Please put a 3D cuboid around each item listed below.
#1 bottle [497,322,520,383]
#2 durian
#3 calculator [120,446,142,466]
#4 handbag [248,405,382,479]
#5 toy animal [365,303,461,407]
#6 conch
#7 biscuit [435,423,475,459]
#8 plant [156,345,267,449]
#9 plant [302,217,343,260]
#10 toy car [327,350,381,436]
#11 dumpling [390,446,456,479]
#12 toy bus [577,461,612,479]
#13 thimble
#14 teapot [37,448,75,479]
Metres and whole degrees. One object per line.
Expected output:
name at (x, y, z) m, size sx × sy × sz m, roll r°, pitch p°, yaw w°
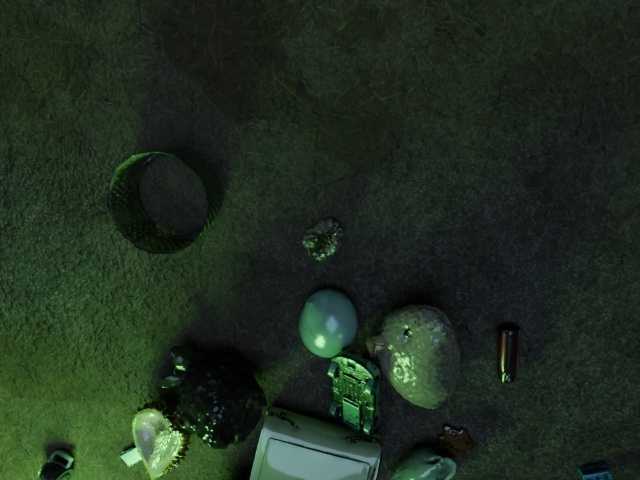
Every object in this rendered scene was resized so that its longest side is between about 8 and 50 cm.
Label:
bottle at (0.524, 0.318, 1.337) m, size 0.060 × 0.060 × 0.164 m, roll -1°, pitch 105°, yaw 6°
durian at (-0.473, 0.581, 1.464) m, size 0.183 × 0.137 × 0.250 m, roll 32°, pitch 120°, yaw 30°
calculator at (-0.575, 0.681, 1.560) m, size 0.172 × 0.018 × 0.057 m, roll -32°, pitch 98°, yaw 12°
handbag at (-0.016, 0.653, 1.428) m, size 0.358 × 0.160 × 0.237 m, roll 15°, pitch 99°, yaw 1°
toy animal at (0.262, 0.311, 1.296) m, size 0.226 × 0.188 × 0.359 m, roll 9°, pitch 121°, yaw 34°
conch at (0.013, 0.243, 1.353) m, size 0.184 × 0.121 × 0.221 m, roll 15°, pitch 113°, yaw 33°
biscuit at (0.398, 0.618, 1.446) m, size 0.119 × 0.019 × 0.130 m, roll 33°, pitch 105°, yaw -3°
plant at (-0.323, 0.429, 1.384) m, size 0.312 × 0.213 × 0.216 m, roll 27°, pitch 107°, yaw 38°
plant at (0.000, 0.000, 1.284) m, size 0.104 × 0.122 × 0.117 m, roll 35°, pitch 112°, yaw 8°
toy car at (0.109, 0.417, 1.350) m, size 0.136 × 0.125 × 0.306 m, roll 17°, pitch 128°, yaw 28°
dumpling at (0.309, 0.682, 1.439) m, size 0.219 × 0.152 × 0.108 m, roll -32°, pitch 56°, yaw 31°
toy bus at (0.807, 0.685, 1.407) m, size 0.083 × 0.046 × 0.038 m, roll -16°, pitch 102°, yaw 10°
thimble at (-0.404, -0.110, 1.278) m, size 0.270 × 0.150 × 0.271 m, roll 1°, pitch 105°, yaw 5°
teapot at (-0.876, 0.762, 1.590) m, size 0.090 × 0.124 × 0.092 m, roll 29°, pitch 147°, yaw 14°
